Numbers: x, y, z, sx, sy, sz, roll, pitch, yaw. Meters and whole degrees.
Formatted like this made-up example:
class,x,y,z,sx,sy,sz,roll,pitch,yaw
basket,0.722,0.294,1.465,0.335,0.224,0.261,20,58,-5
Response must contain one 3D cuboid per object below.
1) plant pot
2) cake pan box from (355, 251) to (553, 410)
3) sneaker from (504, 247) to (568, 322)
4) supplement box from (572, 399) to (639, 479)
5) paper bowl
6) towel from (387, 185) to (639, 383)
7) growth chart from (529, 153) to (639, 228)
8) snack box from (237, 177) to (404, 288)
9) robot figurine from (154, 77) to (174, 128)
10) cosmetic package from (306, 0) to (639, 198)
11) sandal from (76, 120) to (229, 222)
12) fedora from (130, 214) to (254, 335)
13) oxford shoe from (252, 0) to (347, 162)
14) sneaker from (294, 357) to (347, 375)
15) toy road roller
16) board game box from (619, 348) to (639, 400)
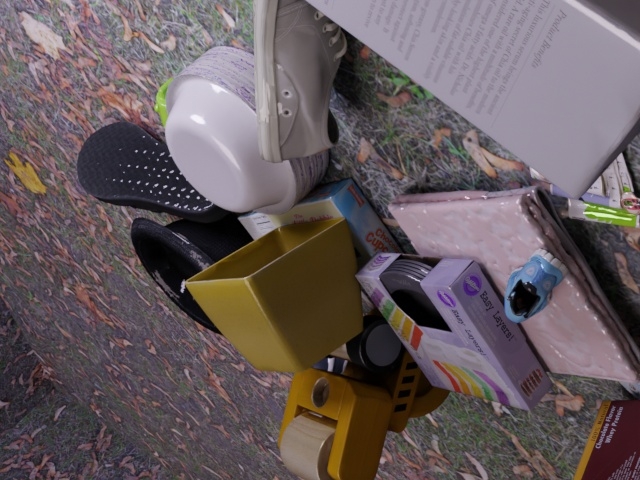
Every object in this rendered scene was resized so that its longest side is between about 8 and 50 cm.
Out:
class,x,y,z,sx,sy,sz,roll,pitch,yaw
plant pot,-0.055,0.098,1.702,0.212,0.212,0.187,-6,112,56
cake pan box,0.199,0.130,1.615,0.245,0.070,0.267,4,134,56
sneaker,0.266,0.071,1.389,0.063,0.073,0.162,39,157,15
supplement box,0.471,0.334,1.467,0.129,0.191,0.194,36,156,-18
paper bowl,-0.137,-0.160,1.706,0.284,0.148,0.284,34,150,23
towel,0.277,0.060,1.515,0.332,0.053,0.317,54,155,-18
growth chart,0.305,-0.111,1.291,0.172,0.021,0.237,6,133,53
snack box,0.000,0.000,1.830,0.187,0.060,0.322,54,152,-17
robot figurine,-0.250,-0.230,1.850,0.101,0.067,0.115,22,147,23
cosmetic package,0.164,-0.279,1.089,0.453,0.161,0.230,39,150,12
sandal,-0.310,-0.111,2.016,0.445,0.167,0.107,21,162,39
fedora,-0.220,0.041,2.094,0.334,0.152,0.334,37,154,22
oxford shoe,-0.030,-0.293,1.404,0.130,0.169,0.449,-2,134,0
sneaker,-0.043,0.214,2.013,0.235,0.153,0.094,20,149,18
toy road roller,0.091,0.275,1.832,0.240,0.329,0.202,19,174,-30
board game box,0.466,0.198,1.498,0.090,0.020,0.090,43,154,2
